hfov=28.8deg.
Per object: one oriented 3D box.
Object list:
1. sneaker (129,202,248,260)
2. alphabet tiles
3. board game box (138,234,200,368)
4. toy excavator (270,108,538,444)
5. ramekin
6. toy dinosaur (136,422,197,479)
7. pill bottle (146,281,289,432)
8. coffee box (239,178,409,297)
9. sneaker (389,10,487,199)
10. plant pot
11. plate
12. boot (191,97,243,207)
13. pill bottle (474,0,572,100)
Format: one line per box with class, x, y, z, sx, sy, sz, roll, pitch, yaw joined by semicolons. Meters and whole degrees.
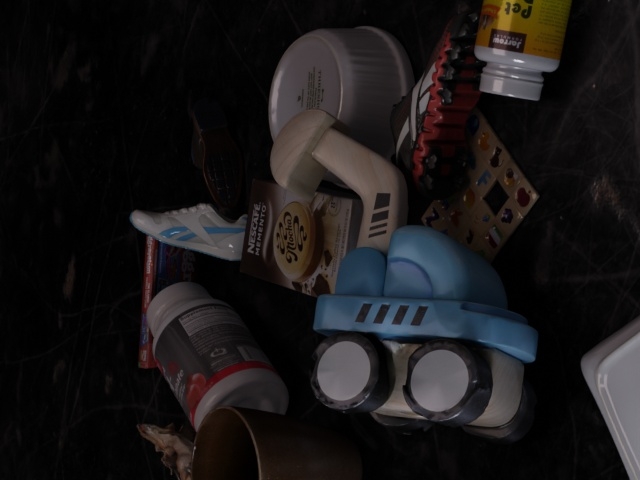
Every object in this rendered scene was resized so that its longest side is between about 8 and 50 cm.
sneaker;-0.241;-0.030;2.326;0.087;0.228;0.092;-118;42;-85
alphabet tiles;0.213;-0.075;1.836;0.198;0.009;0.237;-59;43;34
board game box;-0.292;0.105;2.433;0.027;0.145;0.281;4;91;31
toy excavator;0.106;0.036;1.747;0.432;0.222;0.445;2;75;32
ramekin;0.023;-0.220;2.019;0.273;0.127;0.273;-8;80;55
toy dinosaur;-0.216;0.448;2.323;0.296;0.127;0.200;66;151;9
pill bottle;-0.199;0.217;2.258;0.318;0.176;0.176;51;127;45
coffee box;0.000;0.000;2.039;0.297;0.118;0.168;14;98;55
sneaker;0.168;-0.205;1.818;0.135;0.097;0.276;31;114;50
plant pot;-0.055;0.370;1.989;0.215;0.230;0.216;-8;80;55
plate;0.432;0.194;1.466;0.277;0.045;0.278;-47;51;42
boot;-0.201;-0.155;2.407;0.106;0.082;0.219;127;133;-70
pill bottle;0.274;-0.301;1.673;0.117;0.117;0.215;22;105;54
